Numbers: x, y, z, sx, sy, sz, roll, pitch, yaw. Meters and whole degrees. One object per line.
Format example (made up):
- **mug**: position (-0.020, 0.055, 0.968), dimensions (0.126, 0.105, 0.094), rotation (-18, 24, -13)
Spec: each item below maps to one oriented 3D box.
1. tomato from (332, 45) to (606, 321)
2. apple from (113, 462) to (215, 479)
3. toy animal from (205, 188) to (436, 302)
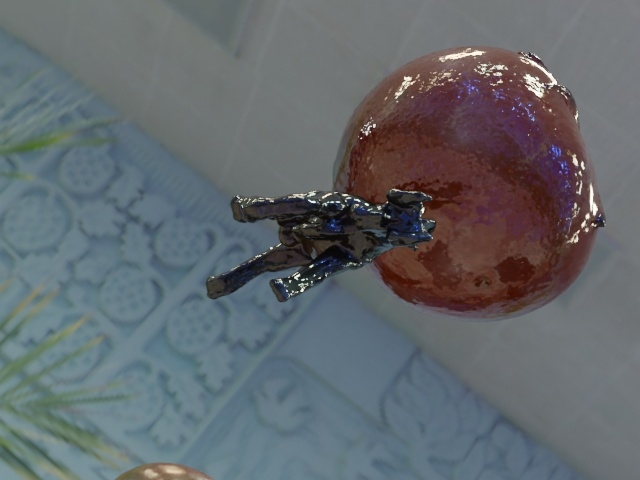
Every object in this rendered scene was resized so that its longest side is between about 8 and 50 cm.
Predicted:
- **tomato**: position (0.134, -0.051, 1.218), dimensions (0.265, 0.265, 0.265), rotation (26, -36, 21)
- **apple**: position (-0.172, 0.352, 1.460), dimensions (0.188, 0.188, 0.174), rotation (1, -36, 44)
- **toy animal**: position (0.000, 0.000, 1.035), dimensions (0.233, 0.148, 0.084), rotation (176, -91, -65)
